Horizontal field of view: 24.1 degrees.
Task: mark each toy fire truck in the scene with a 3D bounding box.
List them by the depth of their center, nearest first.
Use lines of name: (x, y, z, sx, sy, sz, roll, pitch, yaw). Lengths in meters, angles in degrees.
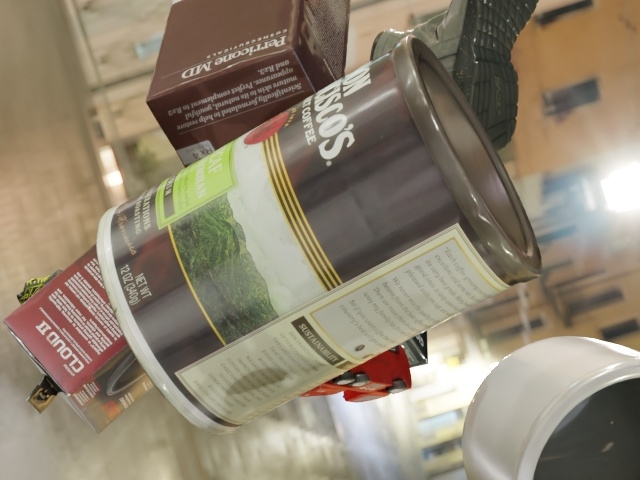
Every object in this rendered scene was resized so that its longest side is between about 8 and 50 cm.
toy fire truck: (-0.019, 0.123, 1.354, 0.192, 0.135, 0.047, 16, 59, -54)

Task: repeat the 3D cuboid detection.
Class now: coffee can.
coffee can: (0.000, 0.000, 1.137, 0.201, 0.275, 0.201, 55, 16, -24)

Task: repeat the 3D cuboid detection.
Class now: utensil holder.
utensil holder: (0.363, 0.288, 1.916, 0.385, 0.327, 0.328, -153, -135, -83)

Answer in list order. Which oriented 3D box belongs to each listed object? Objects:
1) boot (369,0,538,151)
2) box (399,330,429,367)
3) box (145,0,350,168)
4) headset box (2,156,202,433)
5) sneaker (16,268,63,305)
boot: (0.108, -0.192, 1.365, 0.083, 0.161, 0.246, 18, 80, -41)
box: (0.052, 0.009, 1.584, 0.220, 0.051, 0.175, 55, 26, -46)
box: (-0.077, -0.253, 1.815, 0.381, 0.191, 0.143, -87, 153, -49)
headset box: (-0.196, 0.074, 1.589, 0.110, 0.293, 0.218, 47, -13, 13)
sneaker: (-0.334, 0.057, 1.783, 0.035, 0.083, 0.031, 47, 29, 1)
